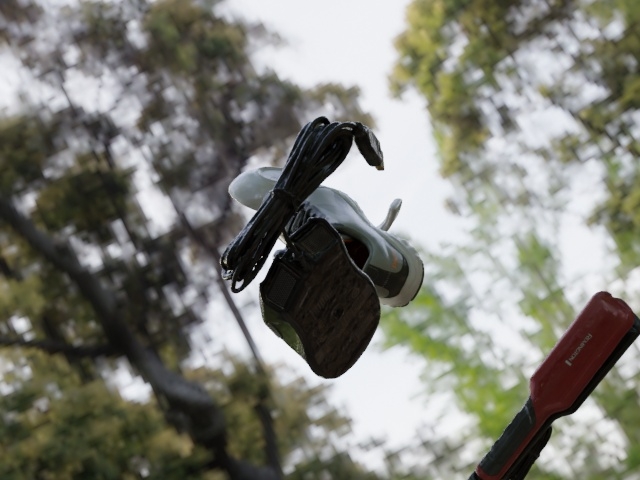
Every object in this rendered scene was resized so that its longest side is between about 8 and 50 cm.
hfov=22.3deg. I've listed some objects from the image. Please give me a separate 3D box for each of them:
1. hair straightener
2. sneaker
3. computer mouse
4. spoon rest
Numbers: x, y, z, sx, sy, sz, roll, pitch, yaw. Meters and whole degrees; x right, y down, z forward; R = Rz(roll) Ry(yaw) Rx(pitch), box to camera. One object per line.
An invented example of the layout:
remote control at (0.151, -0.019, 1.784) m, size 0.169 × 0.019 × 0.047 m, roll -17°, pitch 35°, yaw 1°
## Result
hair straightener at (0.182, 0.148, 1.295) m, size 0.230 × 0.047 × 0.089 m, roll -58°, pitch -25°, yaw 2°
sneaker at (0.013, -0.008, 2.084) m, size 0.108 × 0.271 × 0.100 m, roll 16°, pitch -78°, yaw -48°
computer mouse at (0.000, 0.000, 1.377) m, size 0.184 × 0.060 × 0.262 m, roll -57°, pitch -31°, yaw -11°
spoon rest at (-0.013, -0.053, 2.574) m, size 0.137 × 0.276 × 0.084 m, roll -50°, pitch -29°, yaw -66°
